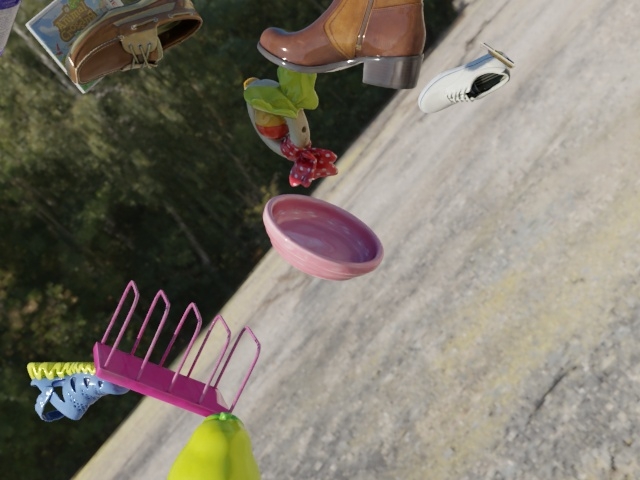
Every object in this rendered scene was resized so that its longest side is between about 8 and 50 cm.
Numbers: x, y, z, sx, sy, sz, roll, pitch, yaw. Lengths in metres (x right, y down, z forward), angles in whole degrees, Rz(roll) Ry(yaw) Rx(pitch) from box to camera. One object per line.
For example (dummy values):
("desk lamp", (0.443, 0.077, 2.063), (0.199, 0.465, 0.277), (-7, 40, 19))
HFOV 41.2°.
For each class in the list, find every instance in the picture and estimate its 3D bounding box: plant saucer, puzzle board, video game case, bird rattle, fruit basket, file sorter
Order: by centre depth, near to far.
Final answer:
("fruit basket", (-0.220, 0.522, 1.573), (0.282, 0.392, 0.392), (-29, 14, 23))
("bird rattle", (-0.063, -0.230, 1.671), (0.143, 0.254, 0.207), (-40, 43, -19))
("file sorter", (-0.295, 0.223, 1.762), (0.182, 0.290, 0.202), (-65, 18, 1))
("video game case", (-0.527, -0.477, 1.939), (0.212, 0.193, 0.023), (-49, 29, -21))
("puzzle board", (0.421, -0.439, 2.019), (0.011, 0.096, 0.128), (-55, -4, 13))
("plant saucer", (0.000, 0.000, 2.208), (0.332, 0.332, 0.084), (-63, -2, -65))

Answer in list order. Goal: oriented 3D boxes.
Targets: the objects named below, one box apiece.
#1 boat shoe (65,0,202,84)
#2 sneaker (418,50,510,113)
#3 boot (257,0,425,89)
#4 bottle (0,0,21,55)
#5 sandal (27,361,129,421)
("boat shoe", (-0.383, -0.424, 1.788), (0.324, 0.120, 0.123), (-43, -16, -27))
("sneaker", (0.361, -0.389, 2.153), (0.258, 0.094, 0.091), (-28, 35, 27))
("boot", (0.035, -0.372, 1.197), (0.096, 0.264, 0.281), (-25, -54, -52))
("bottle", (-0.515, -0.304, 1.234), (0.118, 0.092, 0.283), (-24, -17, -45))
("sandal", (-0.553, 0.346, 1.955), (0.317, 0.126, 0.138), (-9, 74, 38))
